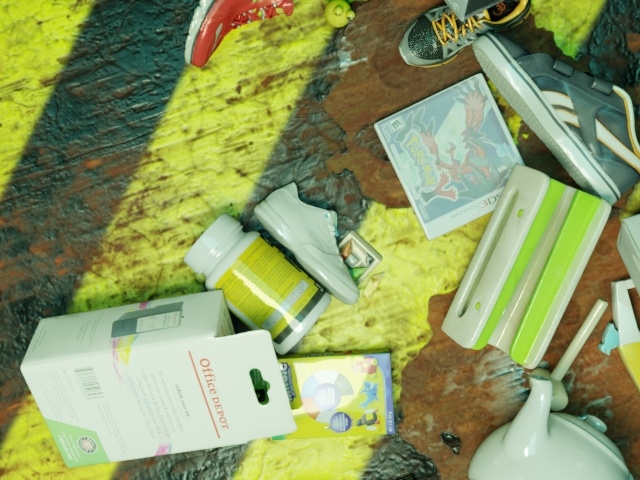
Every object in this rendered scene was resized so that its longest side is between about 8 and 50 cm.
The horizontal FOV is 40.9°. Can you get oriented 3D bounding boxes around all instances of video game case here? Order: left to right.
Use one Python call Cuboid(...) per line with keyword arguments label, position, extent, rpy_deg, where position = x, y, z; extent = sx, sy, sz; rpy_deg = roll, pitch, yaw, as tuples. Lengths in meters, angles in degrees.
Cuboid(label="video game case", position=(0.206, -0.128, 1.321), extent=(0.183, 0.023, 0.201), rpy_deg=(-26, 91, 2))

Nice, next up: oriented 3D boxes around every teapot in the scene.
Cuboid(label="teapot", position=(0.356, 0.339, 1.246), extent=(0.252, 0.256, 0.187), rpy_deg=(37, 76, 13))

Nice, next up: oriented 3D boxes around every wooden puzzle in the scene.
Cuboid(label="wooden puzzle", position=(0.051, 0.032, 1.337), extent=(0.116, 0.014, 0.078), rpy_deg=(36, 93, 0))

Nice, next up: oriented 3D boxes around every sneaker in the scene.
Cuboid(label="sneaker", position=(-0.099, -0.364, 1.282), extent=(0.118, 0.107, 0.279), rpy_deg=(38, 94, -7))
Cuboid(label="sneaker", position=(0.000, 0.000, 1.305), extent=(0.094, 0.080, 0.212), rpy_deg=(-41, 84, -13))
Cuboid(label="sneaker", position=(0.217, -0.329, 1.283), extent=(0.215, 0.083, 0.084), rpy_deg=(-27, 93, 4))
Cuboid(label="sneaker", position=(0.364, -0.204, 1.266), extent=(0.127, 0.126, 0.321), rpy_deg=(-42, 102, 7))

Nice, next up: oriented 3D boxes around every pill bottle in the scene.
Cuboid(label="pill bottle", position=(-0.096, 0.062, 1.290), extent=(0.208, 0.119, 0.119), rpy_deg=(42, 93, -1))

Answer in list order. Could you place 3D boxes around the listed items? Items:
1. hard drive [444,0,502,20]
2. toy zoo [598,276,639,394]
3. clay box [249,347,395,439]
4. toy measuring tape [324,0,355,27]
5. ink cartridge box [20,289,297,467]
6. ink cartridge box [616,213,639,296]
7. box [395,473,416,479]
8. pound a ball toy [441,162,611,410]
Cuboid(label="hard drive", position=(0.216, -0.460, 1.251), extent=(0.172, 0.054, 0.254), rpy_deg=(-26, 70, 3))
Cuboid(label="toy zoo", position=(0.572, 0.129, 1.319), extent=(0.293, 0.030, 0.192), rpy_deg=(-16, 92, 2))
Cuboid(label="clay box", position=(0.000, 0.238, 1.328), extent=(0.222, 0.053, 0.127), rpy_deg=(-4, 92, 1))
Cuboid(label="toy measuring tape", position=(0.074, -0.468, 1.237), extent=(0.121, 0.121, 0.330), rpy_deg=(18, 105, 1))
Cuboid(label="ink cartridge box", position=(-0.222, 0.198, 1.253), extent=(0.354, 0.119, 0.207), rpy_deg=(-9, 121, 6))
Cuboid(label="ink cartridge box", position=(0.565, 0.020, 1.254), extent=(0.212, 0.093, 0.154), rpy_deg=(-16, 58, 1))
Cuboid(label="box", position=(0.133, 0.406, 1.316), extent=(0.052, 0.083, 0.062), rpy_deg=(-21, 92, 4))
Cuboid(label="pound a ball toy", position=(0.318, 0.069, 1.285), extent=(0.208, 0.136, 0.319), rpy_deg=(19, 99, -21))
